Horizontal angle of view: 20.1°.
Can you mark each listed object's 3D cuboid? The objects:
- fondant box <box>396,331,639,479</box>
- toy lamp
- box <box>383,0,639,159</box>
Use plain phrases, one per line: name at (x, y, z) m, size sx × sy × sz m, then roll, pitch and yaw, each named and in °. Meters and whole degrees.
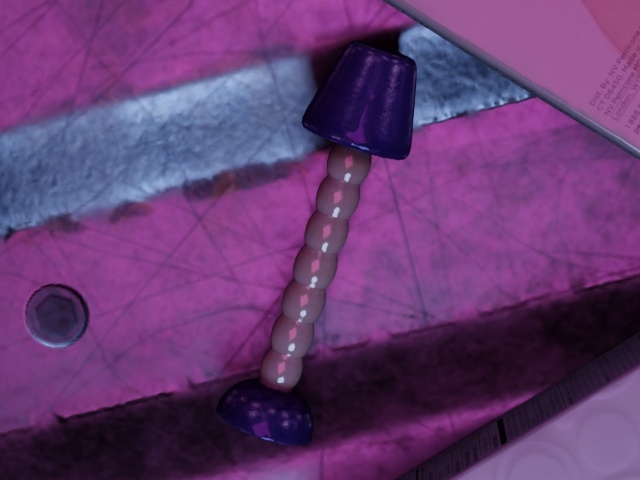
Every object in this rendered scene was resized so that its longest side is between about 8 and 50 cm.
fondant box at (0.192, 0.227, 1.246) m, size 0.330 × 0.096 × 0.238 m, roll -32°, pitch 96°, yaw 8°
toy lamp at (0.000, 0.000, 1.230) m, size 0.080 × 0.080 × 0.275 m, roll 19°, pitch 98°, yaw 0°
box at (0.112, -0.182, 1.165) m, size 0.311 × 0.148 × 0.121 m, roll 32°, pitch 97°, yaw -3°
